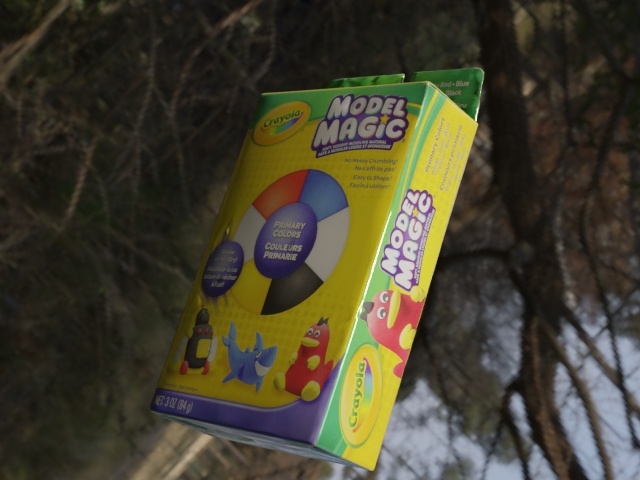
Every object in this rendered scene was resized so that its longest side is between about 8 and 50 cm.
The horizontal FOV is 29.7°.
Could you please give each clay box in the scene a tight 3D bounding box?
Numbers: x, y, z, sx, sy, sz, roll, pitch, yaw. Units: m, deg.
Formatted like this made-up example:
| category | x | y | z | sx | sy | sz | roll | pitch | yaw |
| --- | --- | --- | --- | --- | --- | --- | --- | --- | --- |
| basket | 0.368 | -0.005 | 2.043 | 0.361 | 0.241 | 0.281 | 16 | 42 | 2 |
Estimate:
| category | x | y | z | sx | sy | sz | roll | pitch | yaw |
| --- | --- | --- | --- | --- | --- | --- | --- | --- | --- |
| clay box | 0.000 | 0.000 | 0.639 | 0.127 | 0.053 | 0.222 | 2 | -111 | 44 |
